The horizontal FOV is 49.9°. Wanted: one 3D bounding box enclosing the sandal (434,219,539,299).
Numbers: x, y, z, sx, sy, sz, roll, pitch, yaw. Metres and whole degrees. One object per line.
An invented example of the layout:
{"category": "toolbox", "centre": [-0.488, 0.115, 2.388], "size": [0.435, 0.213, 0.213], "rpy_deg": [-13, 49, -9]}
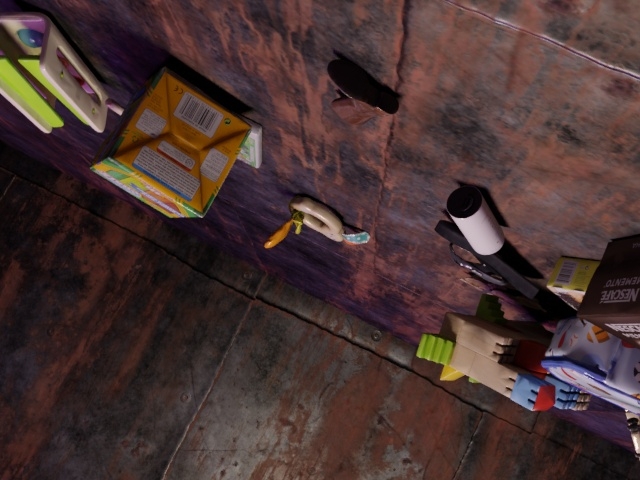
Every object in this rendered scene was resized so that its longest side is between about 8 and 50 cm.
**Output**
{"category": "sandal", "centre": [0.288, 0.047, 1.186], "size": [0.254, 0.054, 0.097], "rpy_deg": [33, -171, -30]}

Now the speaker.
{"category": "speaker", "centre": [0.236, -0.029, 1.037], "size": [0.055, 0.055, 0.136], "rpy_deg": [19, 167, 35]}

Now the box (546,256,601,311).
{"category": "box", "centre": [0.470, 0.107, 1.103], "size": [0.232, 0.058, 0.087], "rpy_deg": [32, 168, -28]}

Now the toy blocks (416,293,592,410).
{"category": "toy blocks", "centre": [0.416, 0.239, 1.345], "size": [0.381, 0.191, 0.261], "rpy_deg": [11, -172, -41]}

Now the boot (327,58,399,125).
{"category": "boot", "centre": [0.033, -0.183, 0.870], "size": [0.106, 0.037, 0.114], "rpy_deg": [33, 172, -20]}

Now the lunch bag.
{"category": "lunch bag", "centre": [0.518, 0.224, 1.094], "size": [0.303, 0.115, 0.243], "rpy_deg": [25, 171, 8]}

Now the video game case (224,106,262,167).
{"category": "video game case", "centre": [-0.199, -0.214, 1.292], "size": [0.193, 0.023, 0.212], "rpy_deg": [27, 169, 0]}

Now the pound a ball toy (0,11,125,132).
{"category": "pound a ball toy", "centre": [-0.467, -0.307, 1.313], "size": [0.208, 0.136, 0.319], "rpy_deg": [0, 165, 5]}

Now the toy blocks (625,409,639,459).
{"category": "toy blocks", "centre": [0.795, 0.452, 1.399], "size": [0.260, 0.309, 0.288], "rpy_deg": [-16, -175, 24]}

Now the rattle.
{"category": "rattle", "centre": [0.000, 0.000, 1.532], "size": [0.199, 0.143, 0.130], "rpy_deg": [39, 147, -25]}

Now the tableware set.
{"category": "tableware set", "centre": [0.379, 0.106, 1.415], "size": [0.141, 0.020, 0.168], "rpy_deg": [31, 169, -17]}

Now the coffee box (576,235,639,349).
{"category": "coffee box", "centre": [0.508, 0.110, 0.863], "size": [0.297, 0.119, 0.168], "rpy_deg": [28, 170, -6]}

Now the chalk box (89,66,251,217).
{"category": "chalk box", "centre": [-0.277, -0.157, 1.211], "size": [0.180, 0.179, 0.289], "rpy_deg": [32, 167, -22]}
